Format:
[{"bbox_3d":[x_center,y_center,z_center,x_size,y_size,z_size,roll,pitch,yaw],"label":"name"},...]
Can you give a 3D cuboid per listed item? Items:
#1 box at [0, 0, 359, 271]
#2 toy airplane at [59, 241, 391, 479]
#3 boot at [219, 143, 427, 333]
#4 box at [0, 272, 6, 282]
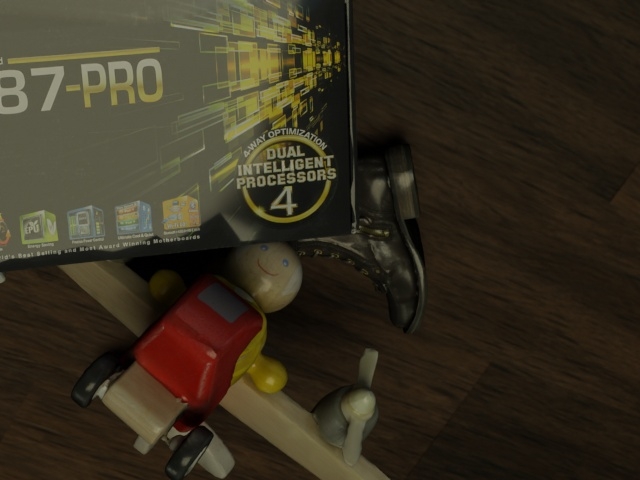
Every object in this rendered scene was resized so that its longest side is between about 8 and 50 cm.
[{"bbox_3d":[-0.165,-0.145,1.368,0.394,0.097,0.318,-5,109,-10],"label":"box"},{"bbox_3d":[-0.116,0.116,1.579,0.272,0.384,0.386,-52,130,-11],"label":"toy airplane"},{"bbox_3d":[0.000,0.000,1.651,0.228,0.091,0.263,-7,120,2],"label":"boot"},{"bbox_3d":[-0.400,-0.009,1.517,0.130,0.170,0.091,-26,122,7],"label":"box"}]
